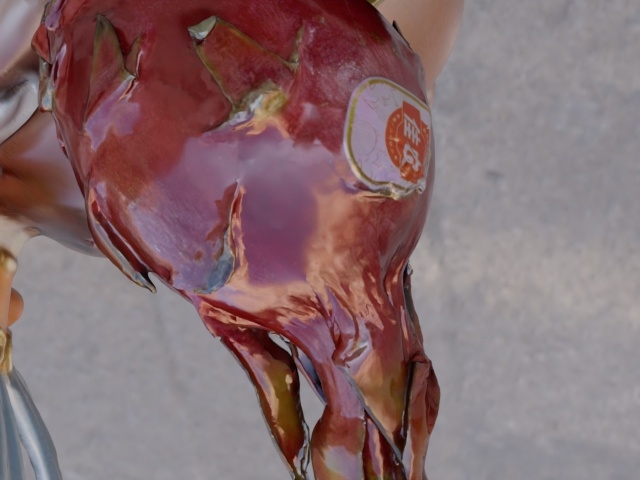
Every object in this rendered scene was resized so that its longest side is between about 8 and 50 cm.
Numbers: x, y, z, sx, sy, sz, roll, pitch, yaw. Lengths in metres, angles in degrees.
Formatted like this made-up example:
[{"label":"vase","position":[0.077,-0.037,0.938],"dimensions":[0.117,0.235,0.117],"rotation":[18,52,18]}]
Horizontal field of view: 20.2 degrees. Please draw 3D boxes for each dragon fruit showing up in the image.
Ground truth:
[{"label":"dragon fruit","position":[0.000,0.000,0.454],"dimensions":[0.094,0.094,0.190],"rotation":[-30,93,47]}]

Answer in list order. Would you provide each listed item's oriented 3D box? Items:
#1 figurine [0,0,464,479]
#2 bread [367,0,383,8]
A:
[{"label":"figurine","position":[-0.119,-0.003,0.784],"dimensions":[0.248,0.388,0.276],"rotation":[28,171,1]},{"label":"bread","position":[0.026,-0.140,0.558],"dimensions":[0.088,0.160,0.233],"rotation":[43,152,-12]}]
